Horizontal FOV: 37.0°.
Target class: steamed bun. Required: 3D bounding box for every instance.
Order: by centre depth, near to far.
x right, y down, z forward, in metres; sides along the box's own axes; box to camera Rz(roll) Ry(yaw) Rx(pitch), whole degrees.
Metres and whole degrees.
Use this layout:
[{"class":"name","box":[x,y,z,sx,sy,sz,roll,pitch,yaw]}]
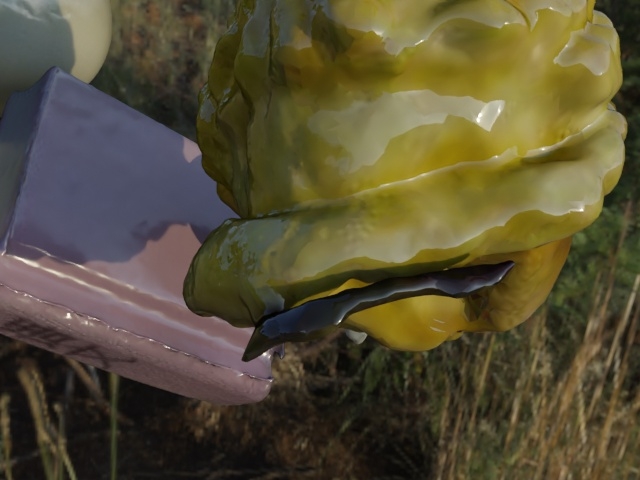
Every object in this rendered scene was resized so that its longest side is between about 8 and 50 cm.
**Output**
[{"class":"steamed bun","box":[-0.427,-0.271,1.201,0.325,0.206,0.324,-4,-14,-1]}]

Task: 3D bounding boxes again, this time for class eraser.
[{"class":"eraser","box":[-0.201,0.010,1.078,0.359,0.272,0.122,27,-32,-37]}]

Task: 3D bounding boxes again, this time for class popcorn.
[{"class":"popcorn","box":[0.048,-0.059,0.705,0.349,0.349,0.381,15,48,13]}]

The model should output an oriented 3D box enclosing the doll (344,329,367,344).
[{"class":"doll","box":[0.000,0.000,1.053,0.217,0.183,0.085,35,-11,-34]}]
